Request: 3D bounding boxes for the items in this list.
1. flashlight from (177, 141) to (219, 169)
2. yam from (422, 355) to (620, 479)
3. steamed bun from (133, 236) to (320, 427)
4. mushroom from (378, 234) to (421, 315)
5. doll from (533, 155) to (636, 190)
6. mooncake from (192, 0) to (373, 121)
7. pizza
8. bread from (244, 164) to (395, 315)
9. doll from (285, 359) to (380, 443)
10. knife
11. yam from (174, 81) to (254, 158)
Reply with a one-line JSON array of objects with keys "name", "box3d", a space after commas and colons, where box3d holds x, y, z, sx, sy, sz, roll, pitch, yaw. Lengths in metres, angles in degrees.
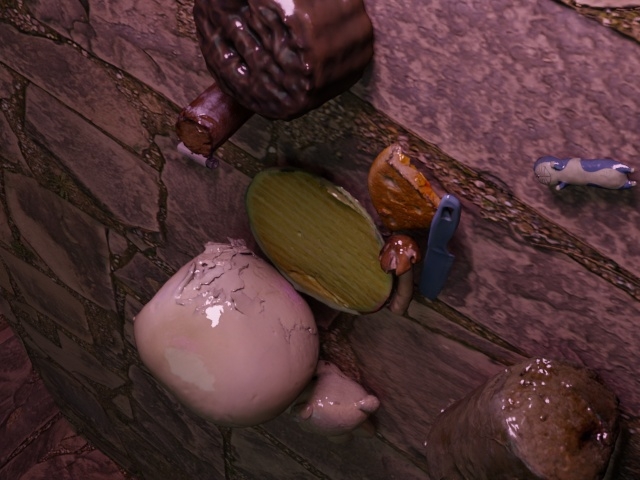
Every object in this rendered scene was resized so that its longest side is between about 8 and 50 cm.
[{"name": "flashlight", "box3d": [-0.211, -0.146, 1.540, 0.083, 0.018, 0.018, 28, 146, 28]}, {"name": "yam", "box3d": [0.286, 0.286, 1.282, 0.195, 0.195, 0.300, 43, 151, 4]}, {"name": "steamed bun", "box3d": [-0.135, 0.153, 1.559, 0.312, 0.334, 0.233, 40, 118, -5]}, {"name": "mushroom", "box3d": [0.113, 0.061, 1.313, 0.060, 0.061, 0.187, 43, 153, 30]}, {"name": "doll", "box3d": [0.292, -0.074, 0.995, 0.125, 0.027, 0.037, 9, 127, 46]}, {"name": "mooncake", "box3d": [-0.055, -0.259, 1.110, 0.228, 0.124, 0.228, 32, 146, 25]}, {"name": "pizza", "box3d": [0.121, -0.060, 1.203, 0.131, 0.041, 0.178, 19, 148, 31]}, {"name": "bread", "box3d": [-0.001, -0.005, 1.427, 0.301, 0.045, 0.301, 29, 145, 22]}, {"name": "doll", "box3d": [0.013, 0.325, 1.755, 0.278, 0.175, 0.149, 102, 157, -65]}, {"name": "knife", "box3d": [0.165, 0.017, 1.232, 0.044, 0.019, 0.313, 21, 155, 9]}, {"name": "yam", "box3d": [-0.138, -0.188, 1.280, 0.079, 0.141, 0.079, 31, 148, 22]}]
